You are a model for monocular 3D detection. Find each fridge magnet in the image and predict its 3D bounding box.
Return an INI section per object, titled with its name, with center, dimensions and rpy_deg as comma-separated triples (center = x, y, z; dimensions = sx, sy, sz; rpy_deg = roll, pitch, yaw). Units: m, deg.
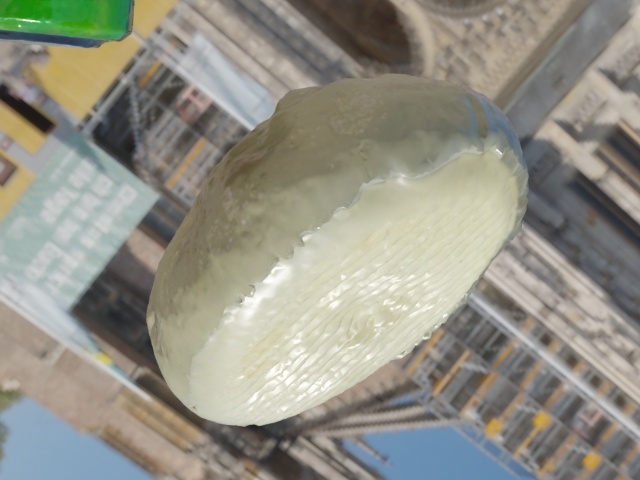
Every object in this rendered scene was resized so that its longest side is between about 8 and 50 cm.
[fridge magnet]
center = -0.207, -0.181, 0.818
dimensions = 0.208, 0.208, 0.088
rpy_deg = -150, -116, -74

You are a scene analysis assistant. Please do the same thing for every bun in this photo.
[bun]
center = 0.000, 0.000, 0.809
dimensions = 0.287, 0.146, 0.287
rpy_deg = -29, 151, -18
